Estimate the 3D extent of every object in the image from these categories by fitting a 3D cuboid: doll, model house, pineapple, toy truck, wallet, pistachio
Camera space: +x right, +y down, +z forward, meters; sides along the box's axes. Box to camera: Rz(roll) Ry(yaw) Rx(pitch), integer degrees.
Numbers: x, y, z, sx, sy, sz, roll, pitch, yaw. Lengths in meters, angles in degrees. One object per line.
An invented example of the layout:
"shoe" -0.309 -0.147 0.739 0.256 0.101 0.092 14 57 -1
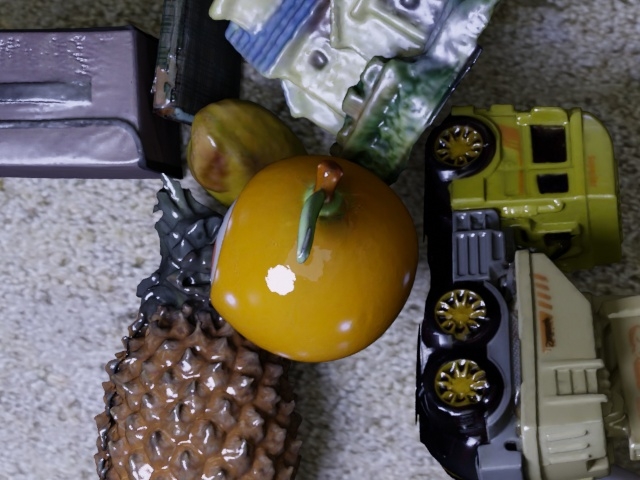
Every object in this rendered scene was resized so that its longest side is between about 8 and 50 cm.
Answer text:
"doll" 0.000 0.000 1.734 0.213 0.236 0.213 5 56 -7
"model house" 0.044 -0.247 1.831 0.266 0.261 0.321 34 104 1
"pineapple" -0.130 0.113 1.885 0.222 0.223 0.357 -4 76 6
"toy truck" 0.217 0.057 1.785 0.254 0.181 0.405 -3 58 7
"wallet" -0.123 -0.280 1.923 0.044 0.169 0.317 3 87 20
"pistachio" -0.075 -0.088 1.924 0.189 0.100 0.110 38 67 -34

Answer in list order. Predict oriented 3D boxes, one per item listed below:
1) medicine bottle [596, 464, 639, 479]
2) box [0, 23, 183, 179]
"medicine bottle" 0.314 0.324 1.833 0.273 0.165 0.165 24 88 6
"box" -0.289 -0.145 1.924 0.252 0.188 0.153 -1 87 9
